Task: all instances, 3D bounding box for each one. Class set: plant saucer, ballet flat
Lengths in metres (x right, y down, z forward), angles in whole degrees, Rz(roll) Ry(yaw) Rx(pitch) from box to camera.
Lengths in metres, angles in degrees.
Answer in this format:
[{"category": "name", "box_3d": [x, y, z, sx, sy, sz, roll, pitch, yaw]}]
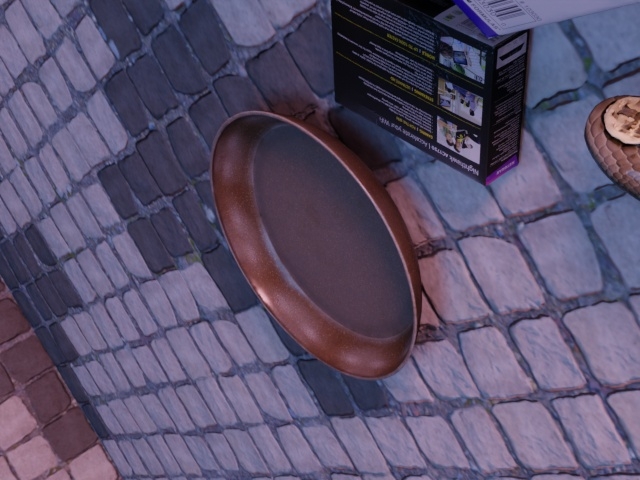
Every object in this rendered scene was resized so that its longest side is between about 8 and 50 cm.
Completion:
[{"category": "plant saucer", "box_3d": [0.000, 0.000, 1.181, 0.310, 0.050, 0.310, 36, 144, 31]}, {"category": "ballet flat", "box_3d": [0.278, -0.030, 0.710, 0.250, 0.084, 0.058, 36, 160, 24]}]

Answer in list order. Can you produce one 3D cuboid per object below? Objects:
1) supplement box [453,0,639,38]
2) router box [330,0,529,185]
[{"category": "supplement box", "box_3d": [0.160, -0.208, 0.656, 0.111, 0.114, 0.220, 40, 159, -27]}, {"category": "router box", "box_3d": [0.083, -0.141, 0.929, 0.179, 0.046, 0.133, 35, 144, 34]}]
